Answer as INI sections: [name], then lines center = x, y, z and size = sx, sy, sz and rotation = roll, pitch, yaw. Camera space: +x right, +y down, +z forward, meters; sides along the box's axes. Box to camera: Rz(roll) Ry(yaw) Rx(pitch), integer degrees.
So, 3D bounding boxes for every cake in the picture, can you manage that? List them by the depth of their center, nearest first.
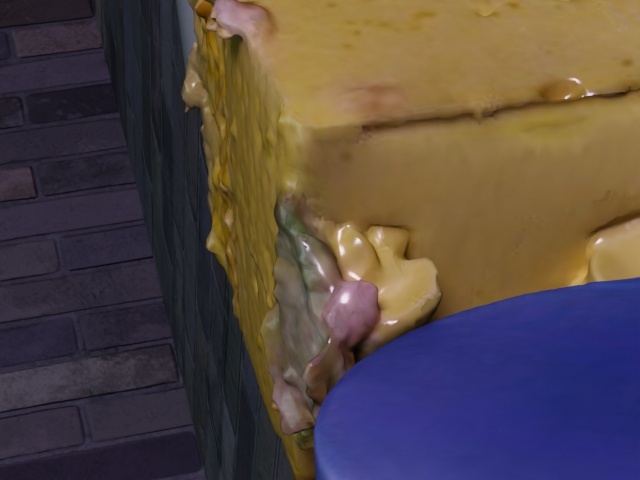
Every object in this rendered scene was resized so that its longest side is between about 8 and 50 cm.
[cake]
center = 0.068, -0.024, 0.709
size = 0.286, 0.227, 0.222
rotation = -111, 15, -51

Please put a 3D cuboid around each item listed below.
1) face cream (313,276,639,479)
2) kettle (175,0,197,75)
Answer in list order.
[face cream]
center = 0.128, 0.150, 0.500
size = 0.249, 0.249, 0.225
rotation = -133, 37, -69
[kettle]
center = -0.031, -0.238, 1.221
size = 0.221, 0.161, 0.236
rotation = -9, -90, -71
